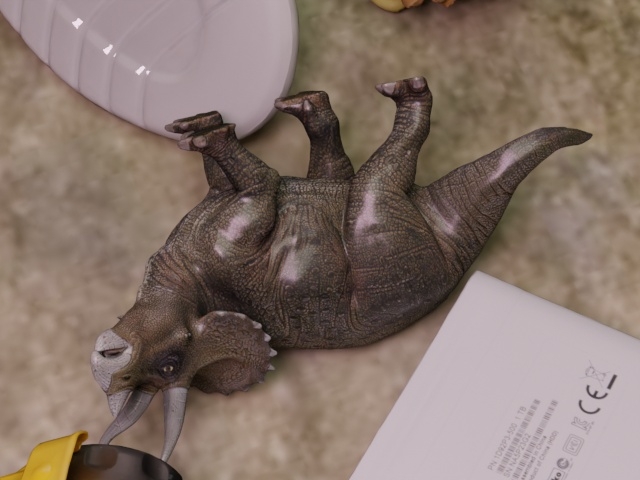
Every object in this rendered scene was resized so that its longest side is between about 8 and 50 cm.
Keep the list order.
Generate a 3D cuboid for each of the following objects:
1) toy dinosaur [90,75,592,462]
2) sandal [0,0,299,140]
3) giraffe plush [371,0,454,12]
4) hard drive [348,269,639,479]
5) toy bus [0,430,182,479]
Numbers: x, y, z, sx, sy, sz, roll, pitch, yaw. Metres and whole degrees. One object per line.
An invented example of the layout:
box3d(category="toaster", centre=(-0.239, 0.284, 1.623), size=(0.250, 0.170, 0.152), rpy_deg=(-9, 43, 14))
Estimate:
box3d(category="toy dinosaur", centre=(0.000, 0.000, 0.935), size=(0.313, 0.121, 0.160), rpy_deg=(-15, 102, -22))
box3d(category="sandal", centre=(-0.163, -0.227, 1.022), size=(0.416, 0.169, 0.102), rpy_deg=(41, 28, 9))
box3d(category="giraffe plush", centre=(0.099, -0.227, 1.024), size=(0.210, 0.181, 0.170), rpy_deg=(-3, 86, -16))
box3d(category="hard drive", centre=(0.176, 0.153, 0.866), size=(0.307, 0.040, 0.203), rpy_deg=(24, 56, 16))
box3d(category="toy bus", centre=(-0.140, 0.210, 0.797), size=(0.211, 0.220, 0.149), rpy_deg=(-15, 49, 23))
